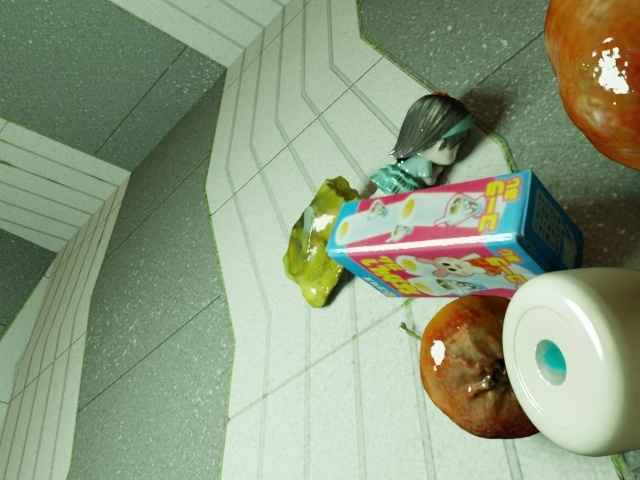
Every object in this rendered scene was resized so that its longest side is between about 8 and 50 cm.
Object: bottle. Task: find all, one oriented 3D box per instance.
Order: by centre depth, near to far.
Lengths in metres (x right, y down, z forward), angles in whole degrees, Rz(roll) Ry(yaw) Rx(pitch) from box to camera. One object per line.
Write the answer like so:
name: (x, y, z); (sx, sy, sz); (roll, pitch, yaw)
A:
bottle: (0.298, 0.091, 0.437); (0.147, 0.237, 0.147); (176, 90, -76)

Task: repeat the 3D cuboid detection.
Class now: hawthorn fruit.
hawthorn fruit: (0.380, -0.199, 0.523); (0.295, 0.295, 0.311); (-51, 1, 8)
hawthorn fruit: (0.171, 0.147, 0.625); (0.165, 0.165, 0.285); (-65, 7, -13)

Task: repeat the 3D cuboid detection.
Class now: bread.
bread: (0.000, 0.000, 0.938); (0.160, 0.088, 0.232); (-122, 48, -64)

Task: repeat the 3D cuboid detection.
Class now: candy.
candy: (0.170, 0.006, 0.697); (0.306, 0.157, 0.100); (-8, 56, 47)

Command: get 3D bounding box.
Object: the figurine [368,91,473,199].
figurine: (0.160, -0.143, 0.876); (0.245, 0.110, 0.138); (-57, 31, 12)
